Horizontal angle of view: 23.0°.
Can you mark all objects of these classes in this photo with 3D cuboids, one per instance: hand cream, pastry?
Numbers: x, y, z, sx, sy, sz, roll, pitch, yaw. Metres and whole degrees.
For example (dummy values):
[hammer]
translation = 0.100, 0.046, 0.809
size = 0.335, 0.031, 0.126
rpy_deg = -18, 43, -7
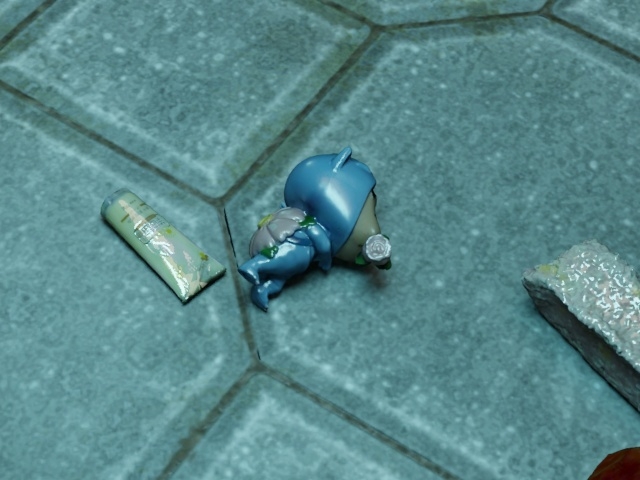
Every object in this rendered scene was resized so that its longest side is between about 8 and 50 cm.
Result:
[hand cream]
translation = -0.166, 0.002, 1.595
size = 0.143, 0.039, 0.061
rpy_deg = 40, 56, 17
[pastry]
translation = 0.308, 0.105, 1.521
size = 0.112, 0.103, 0.265
rpy_deg = -31, 66, -7

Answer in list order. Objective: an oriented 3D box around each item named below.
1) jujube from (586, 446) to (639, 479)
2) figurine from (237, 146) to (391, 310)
[jujube]
translation = 0.283, 0.292, 1.289
size = 0.212, 0.232, 0.213
rpy_deg = 12, 27, -6
[figurine]
translation = 0.003, 0.000, 1.577
size = 0.144, 0.114, 0.178
rpy_deg = 39, 69, 13
